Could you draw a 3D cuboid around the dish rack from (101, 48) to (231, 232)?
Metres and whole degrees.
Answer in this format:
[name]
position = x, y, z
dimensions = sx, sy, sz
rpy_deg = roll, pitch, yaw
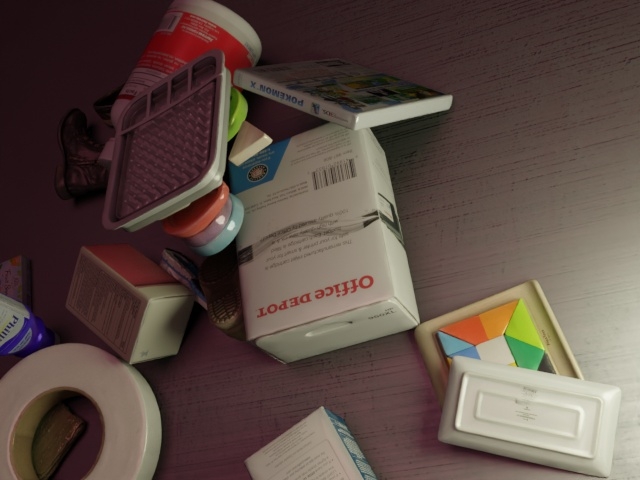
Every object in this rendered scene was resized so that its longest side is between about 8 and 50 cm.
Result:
[dish rack]
position = -0.272, -0.175, 1.497
dimensions = 0.286, 0.072, 0.332
rpy_deg = -23, 48, 28

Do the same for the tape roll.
[tape roll]
position = -0.502, 0.398, 1.587
dimensions = 0.392, 0.072, 0.391
rpy_deg = -5, 68, 13

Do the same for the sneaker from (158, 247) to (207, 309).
[sneaker]
position = -0.274, 0.100, 1.666
dimensions = 0.191, 0.071, 0.082
rpy_deg = 40, 106, 33

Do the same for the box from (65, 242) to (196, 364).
[box]
position = -0.387, 0.122, 1.633
dimensions = 0.232, 0.127, 0.148
rpy_deg = 32, 111, 32

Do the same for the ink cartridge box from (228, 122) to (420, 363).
[ink cartridge box]
position = 0.000, 0.000, 1.519
dimensions = 0.286, 0.166, 0.394
rpy_deg = -18, 60, 17

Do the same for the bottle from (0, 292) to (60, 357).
[bottle]
position = -0.654, 0.177, 1.662
dimensions = 0.118, 0.283, 0.092
rpy_deg = -48, 57, -4

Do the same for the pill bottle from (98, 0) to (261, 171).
[pill bottle]
position = -0.312, -0.309, 1.768
dimensions = 0.229, 0.229, 0.407
rpy_deg = 19, 76, 30

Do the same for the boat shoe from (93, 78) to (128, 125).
[boat shoe]
position = -0.444, -0.354, 1.940
dimensions = 0.224, 0.073, 0.080
rpy_deg = -27, 59, 11

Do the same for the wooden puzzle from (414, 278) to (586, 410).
[wooden puzzle]
position = 0.295, 0.199, 1.365
dimensions = 0.239, 0.044, 0.220
rpy_deg = -25, 59, 12

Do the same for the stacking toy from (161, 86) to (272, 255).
[stacking toy]
position = -0.195, -0.127, 1.546
dimensions = 0.279, 0.130, 0.309
rpy_deg = -45, 42, 8

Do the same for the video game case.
[video game case]
position = 0.049, -0.293, 1.575
dimensions = 0.300, 0.329, 0.036
rpy_deg = 26, 119, 32

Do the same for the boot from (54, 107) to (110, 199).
[boot]
position = -0.502, -0.209, 1.904
dimensions = 0.229, 0.091, 0.262
rpy_deg = -9, 67, 15

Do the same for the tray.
[tray]
position = 0.330, 0.277, 1.286
dimensions = 0.271, 0.030, 0.145
rpy_deg = 9, 78, 17

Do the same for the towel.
[towel]
position = -0.556, 0.411, 1.661
dimensions = 0.110, 0.027, 0.148
rpy_deg = 29, 81, 32

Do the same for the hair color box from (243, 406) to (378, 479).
[hair color box]
position = 0.032, 0.469, 1.322
dimensions = 0.174, 0.105, 0.347
rpy_deg = -36, 57, 5

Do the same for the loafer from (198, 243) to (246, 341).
[loafer]
position = -0.175, 0.105, 1.575
dimensions = 0.102, 0.092, 0.268
rpy_deg = -22, 32, 7

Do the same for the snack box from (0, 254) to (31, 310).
[snack box]
position = -0.722, 0.115, 1.868
dimensions = 0.100, 0.037, 0.141
rpy_deg = -21, 60, 13
